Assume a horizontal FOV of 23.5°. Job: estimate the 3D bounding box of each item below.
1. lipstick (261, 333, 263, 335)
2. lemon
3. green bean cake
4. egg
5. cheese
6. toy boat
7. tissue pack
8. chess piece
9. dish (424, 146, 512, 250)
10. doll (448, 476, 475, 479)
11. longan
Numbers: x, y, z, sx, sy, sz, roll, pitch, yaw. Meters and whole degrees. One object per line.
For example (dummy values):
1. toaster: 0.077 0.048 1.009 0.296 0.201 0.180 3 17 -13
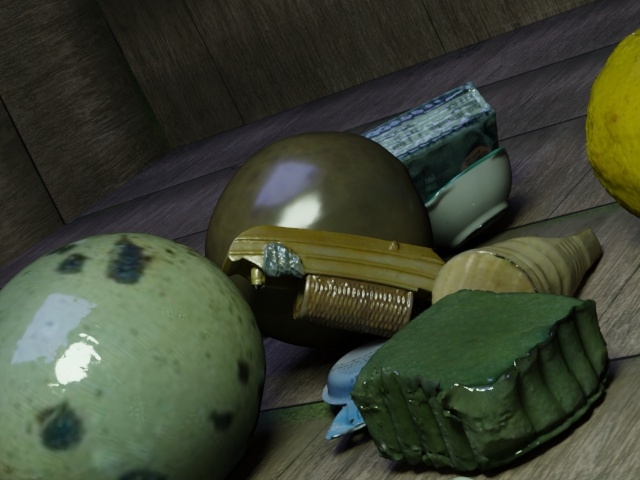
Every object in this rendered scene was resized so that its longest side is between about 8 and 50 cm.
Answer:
1. lipstick: -0.114 0.130 2.354 0.158 0.048 0.048 -21 14 25
2. lemon: 0.458 -0.133 1.820 0.268 0.268 0.322 -31 36 -18
3. green bean cake: 0.169 0.144 1.604 0.222 0.125 0.227 -33 17 -37
4. egg: -0.246 0.175 1.788 0.345 0.345 0.428 -19 16 27
5. cheese: 0.062 0.173 1.847 0.135 0.052 0.244 -26 13 8
6. toy boat: 0.033 0.055 1.882 0.310 0.115 0.089 9 -24 -14
7. tissue pack: 0.124 -0.087 2.367 0.316 0.228 0.103 -27 54 -9
8. chess piece: 0.254 0.044 1.882 0.137 0.137 0.301 -18 3 30
9. dish: 0.206 -0.037 2.277 0.246 0.078 0.224 -42 -9 34
10. doll: 0.032 0.301 1.309 0.275 0.113 0.155 -27 2 27
11. longan: 0.000 0.000 2.080 0.319 0.319 0.319 -25 13 6
